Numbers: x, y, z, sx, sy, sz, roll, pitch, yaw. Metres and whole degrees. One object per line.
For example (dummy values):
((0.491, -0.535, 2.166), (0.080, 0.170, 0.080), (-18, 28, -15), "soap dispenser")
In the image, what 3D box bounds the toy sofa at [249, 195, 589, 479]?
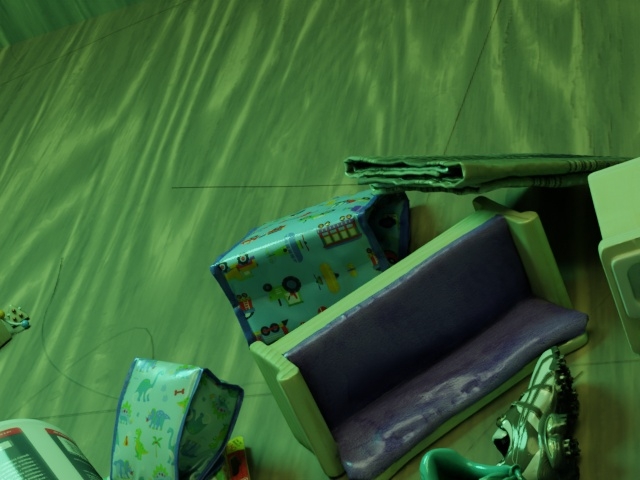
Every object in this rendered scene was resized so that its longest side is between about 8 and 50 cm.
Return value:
((0.119, 0.112, 1.861), (0.362, 0.150, 0.177), (-32, 27, -15), "toy sofa")

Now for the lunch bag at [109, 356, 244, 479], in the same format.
((-0.174, 0.223, 1.875), (0.129, 0.096, 0.151), (2, 65, 45), "lunch bag")

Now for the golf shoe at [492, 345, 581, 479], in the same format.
((0.226, 0.185, 1.726), (0.094, 0.077, 0.198), (-15, 28, 19), "golf shoe")

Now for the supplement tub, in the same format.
((-0.291, 0.332, 1.722), (0.191, 0.191, 0.272), (-33, 41, -15), "supplement tub")

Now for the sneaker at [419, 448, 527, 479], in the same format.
((0.191, 0.276, 1.557), (0.107, 0.110, 0.275), (-39, 31, -26), "sneaker")

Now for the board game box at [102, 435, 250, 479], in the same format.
((-0.207, 0.304, 1.899), (0.259, 0.039, 0.124), (-23, 25, 2), "board game box")

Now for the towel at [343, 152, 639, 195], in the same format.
((0.228, -0.079, 2.032), (0.324, 0.056, 0.312), (-2, 5, -26), "towel")

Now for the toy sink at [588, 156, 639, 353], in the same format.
((0.385, 0.024, 1.802), (0.131, 0.152, 0.234), (-19, 29, 11), "toy sink")

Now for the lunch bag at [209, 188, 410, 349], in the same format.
((0.000, 0.000, 2.200), (0.221, 0.138, 0.293), (-19, 18, 16), "lunch bag")

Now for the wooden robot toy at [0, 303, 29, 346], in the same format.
((-0.512, 0.130, 2.409), (0.076, 0.079, 0.173), (4, 38, 42), "wooden robot toy")
